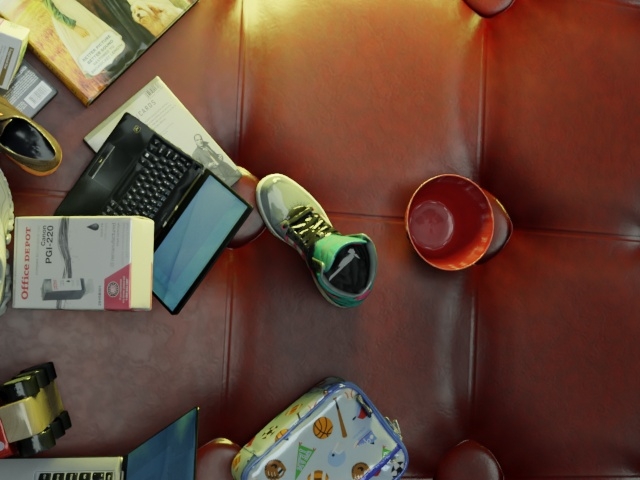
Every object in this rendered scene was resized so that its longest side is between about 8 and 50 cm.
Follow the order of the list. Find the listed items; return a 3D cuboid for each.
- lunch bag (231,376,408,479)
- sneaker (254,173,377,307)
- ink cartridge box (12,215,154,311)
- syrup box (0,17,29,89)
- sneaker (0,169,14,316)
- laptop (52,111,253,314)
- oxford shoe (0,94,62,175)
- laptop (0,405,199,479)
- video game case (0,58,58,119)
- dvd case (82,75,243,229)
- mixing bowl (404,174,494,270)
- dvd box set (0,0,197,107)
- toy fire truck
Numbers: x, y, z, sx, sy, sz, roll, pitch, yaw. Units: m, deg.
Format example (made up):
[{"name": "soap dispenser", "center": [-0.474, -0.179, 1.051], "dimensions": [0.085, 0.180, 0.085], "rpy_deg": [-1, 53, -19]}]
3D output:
[{"name": "lunch bag", "center": [0.009, 0.411, 1.856], "dimensions": [0.303, 0.115, 0.243], "rpy_deg": [-38, 101, -15]}, {"name": "sneaker", "center": [0.000, 0.000, 1.838], "dimensions": [0.124, 0.178, 0.296], "rpy_deg": [-40, 99, -15]}, {"name": "ink cartridge box", "center": [-0.399, 0.039, 1.706], "dimensions": [0.217, 0.092, 0.159], "rpy_deg": [0, 86, 15]}, {"name": "syrup box", "center": [-0.608, -0.339, 1.666], "dimensions": [0.236, 0.093, 0.096], "rpy_deg": [18, 109, -15]}, {"name": "sneaker", "center": [-0.562, -0.009, 1.687], "dimensions": [0.110, 0.118, 0.292], "rpy_deg": [-6, 91, -16]}, {"name": "laptop", "center": [-0.291, -0.047, 1.741], "dimensions": [0.264, 0.136, 0.234], "rpy_deg": [35, 93, -13]}, {"name": "oxford shoe", "center": [-0.549, -0.207, 1.690], "dimensions": [0.271, 0.098, 0.097], "rpy_deg": [30, 79, -14]}, {"name": "laptop", "center": [-0.383, 0.473, 1.535], "dimensions": [0.407, 0.236, 0.382], "rpy_deg": [-1, 57, 0]}, {"name": "video game case", "center": [-0.619, -0.281, 1.737], "dimensions": [0.274, 0.026, 0.196], "rpy_deg": [43, 76, -10]}, {"name": "dvd case", "center": [-0.281, -0.149, 1.835], "dimensions": [0.179, 0.029, 0.239], "rpy_deg": [-43, 100, -15]}, {"name": "mixing bowl", "center": [0.232, -0.032, 1.956], "dimensions": [0.181, 0.098, 0.182], "rpy_deg": [1, 87, -17]}, {"name": "dvd box set", "center": [-0.451, -0.489, 1.782], "dimensions": [0.420, 0.062, 0.307], "rpy_deg": [46, 75, -11]}, {"name": "toy fire truck", "center": [-0.554, 0.277, 1.640], "dimensions": [0.246, 0.217, 0.159], "rpy_deg": [-17, 93, -3]}]
